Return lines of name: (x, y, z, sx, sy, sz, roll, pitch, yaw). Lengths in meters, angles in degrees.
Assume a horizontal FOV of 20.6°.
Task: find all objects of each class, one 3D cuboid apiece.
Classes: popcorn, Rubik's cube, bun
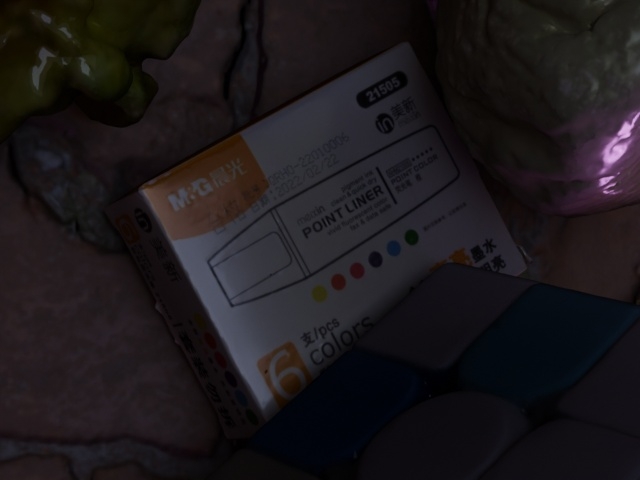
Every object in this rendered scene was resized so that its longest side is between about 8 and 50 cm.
popcorn: (-0.209, -0.191, 1.245, 0.270, 0.224, 0.258, 31, 97, -33)
Rubik's cube: (0.146, 0.263, 1.221, 0.347, 0.346, 0.344, -41, 118, -25)
bun: (0.224, -0.198, 1.355, 0.227, 0.352, 0.349, 32, 57, 21)

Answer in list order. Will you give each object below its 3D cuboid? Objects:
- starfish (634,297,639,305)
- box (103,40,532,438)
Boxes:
starfish: (0.279, 0.131, 1.506, 0.247, 0.050, 0.138, -38, 99, -16)
box: (0.000, 0.000, 1.376, 0.274, 0.091, 0.221, -33, 96, -25)
